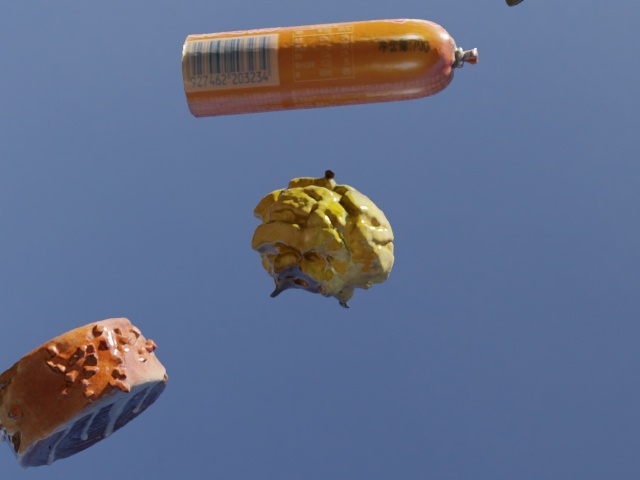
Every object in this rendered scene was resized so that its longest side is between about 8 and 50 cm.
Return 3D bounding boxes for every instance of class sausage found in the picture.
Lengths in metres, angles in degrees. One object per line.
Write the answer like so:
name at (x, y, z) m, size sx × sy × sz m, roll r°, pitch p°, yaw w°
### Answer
sausage at (0.013, -0.189, 1.792) m, size 0.312 × 0.093 × 0.093 m, roll -4°, pitch -116°, yaw 8°

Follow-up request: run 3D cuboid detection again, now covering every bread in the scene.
bread at (-0.212, 0.134, 1.452) m, size 0.160 × 0.160 × 0.073 m, roll -36°, pitch -105°, yaw 23°

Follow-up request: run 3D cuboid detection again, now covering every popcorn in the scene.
popcorn at (0.000, 0.000, 1.844) m, size 0.167 × 0.148 × 0.152 m, roll 10°, pitch -98°, yaw 43°

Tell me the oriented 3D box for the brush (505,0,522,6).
brush at (0.172, -0.191, 0.925) m, size 0.190 × 0.028 × 0.034 m, roll -36°, pitch -126°, yaw 39°
